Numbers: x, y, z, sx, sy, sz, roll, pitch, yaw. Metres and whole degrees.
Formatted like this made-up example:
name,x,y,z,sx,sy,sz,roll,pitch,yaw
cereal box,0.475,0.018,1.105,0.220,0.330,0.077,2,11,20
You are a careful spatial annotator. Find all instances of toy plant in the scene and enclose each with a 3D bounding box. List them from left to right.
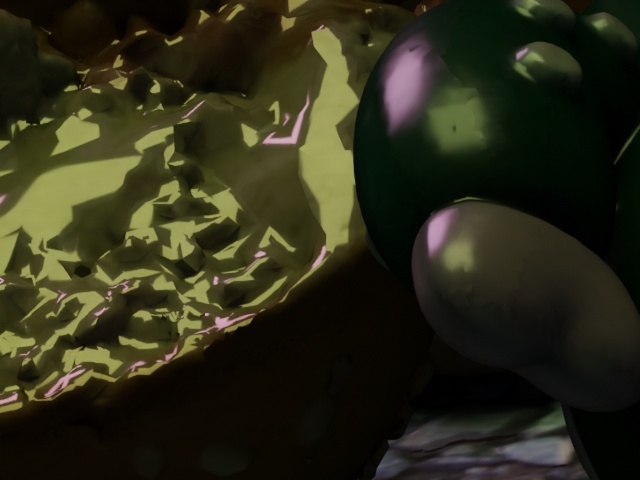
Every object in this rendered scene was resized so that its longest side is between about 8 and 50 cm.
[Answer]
name,x,y,z,sx,sy,sz,roll,pitch,yaw
toy plant,0.115,0.021,0.474,0.112,0.232,0.243,-52,-5,26

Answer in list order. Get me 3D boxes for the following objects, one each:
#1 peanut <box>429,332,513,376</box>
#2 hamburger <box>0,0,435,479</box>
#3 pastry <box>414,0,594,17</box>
name,x,y,z,sx,sy,sz,roll,pitch,yaw
peanut,0.000,0.000,0.875,0.313,0.149,0.149,-1,17,34
hamburger,-0.150,0.027,0.639,0.445,0.287,0.268,-12,53,6
pastry,0.123,-0.155,1.088,0.284,0.184,0.316,14,10,-40
